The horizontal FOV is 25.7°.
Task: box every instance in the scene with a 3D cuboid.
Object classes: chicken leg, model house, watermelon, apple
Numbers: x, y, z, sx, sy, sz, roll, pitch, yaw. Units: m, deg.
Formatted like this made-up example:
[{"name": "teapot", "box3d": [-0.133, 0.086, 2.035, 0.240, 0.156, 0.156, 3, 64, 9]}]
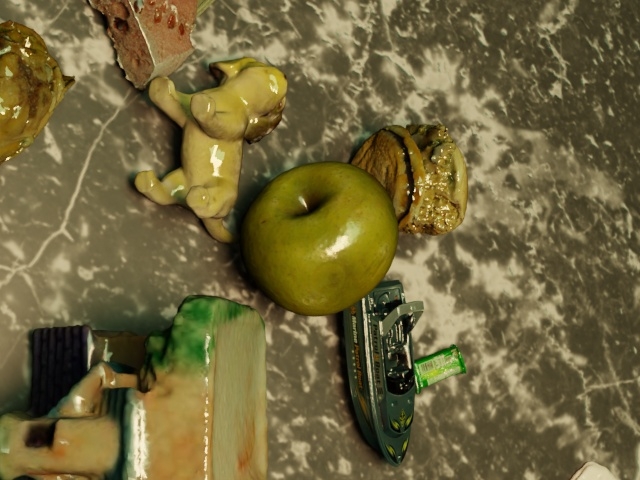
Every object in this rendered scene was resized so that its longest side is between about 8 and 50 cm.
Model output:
[{"name": "chicken leg", "box3d": [-0.426, -0.061, 1.506, 0.152, 0.201, 0.429, 31, 75, -2]}, {"name": "model house", "box3d": [-0.219, 0.185, 1.499, 0.280, 0.312, 0.245, -1, 85, 8]}, {"name": "watermelon", "box3d": [-0.215, -0.304, 1.691, 0.154, 0.094, 0.241, -11, 89, -39]}, {"name": "apple", "box3d": [0.000, 0.000, 1.706, 0.196, 0.196, 0.157, -44, 131, -27]}]

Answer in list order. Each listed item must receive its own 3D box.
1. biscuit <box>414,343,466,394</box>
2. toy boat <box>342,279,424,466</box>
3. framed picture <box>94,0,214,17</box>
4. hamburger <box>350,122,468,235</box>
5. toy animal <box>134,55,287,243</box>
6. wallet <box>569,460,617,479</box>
[{"name": "biscuit", "box3d": [0.155, 0.169, 1.864, 0.089, 0.016, 0.046, -18, 93, -30]}, {"name": "toy boat", "box3d": [0.084, 0.166, 1.780, 0.093, 0.103, 0.246, -5, 89, -54]}, {"name": "framed picture", "box3d": [-0.234, -0.357, 1.733, 0.231, 0.010, 0.173, 47, 64, -15]}, {"name": "hamburger", "box3d": [0.126, -0.081, 1.800, 0.131, 0.185, 0.159, 0, 67, -26]}, {"name": "toy animal", "box3d": [-0.124, -0.126, 1.698, 0.168, 0.121, 0.233, 27, 76, -53]}, {"name": "wallet", "box3d": [0.401, 0.407, 1.956, 0.124, 0.032, 0.183, -44, 105, -25]}]
